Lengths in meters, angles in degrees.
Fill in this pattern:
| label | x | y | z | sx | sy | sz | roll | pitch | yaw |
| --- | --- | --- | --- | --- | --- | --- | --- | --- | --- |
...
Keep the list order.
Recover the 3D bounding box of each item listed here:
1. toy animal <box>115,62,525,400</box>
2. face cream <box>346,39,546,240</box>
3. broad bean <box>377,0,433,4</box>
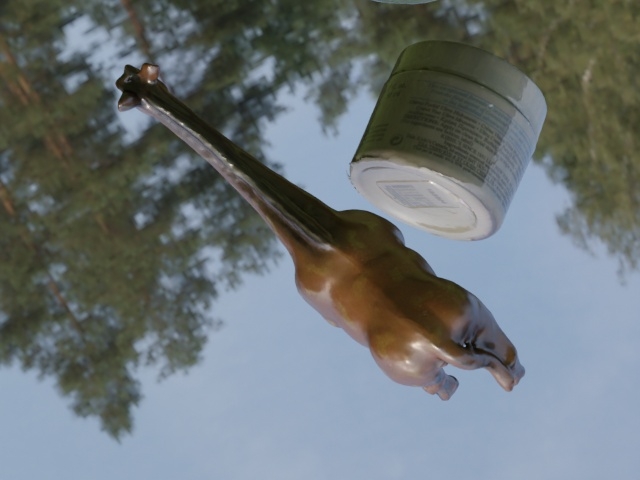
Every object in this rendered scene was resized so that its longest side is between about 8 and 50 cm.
| label | x | y | z | sx | sy | sz | roll | pitch | yaw |
| --- | --- | --- | --- | --- | --- | --- | --- | --- | --- |
| toy animal | 0.000 | 0.000 | 0.749 | 0.066 | 0.229 | 0.224 | -50 | -129 | 0 |
| face cream | 0.135 | -0.103 | 1.433 | 0.177 | 0.177 | 0.153 | 7 | -117 | 42 |
| broad bean | 0.022 | -0.233 | 0.791 | 0.153 | 0.207 | 0.072 | -33 | 168 | 13 |
